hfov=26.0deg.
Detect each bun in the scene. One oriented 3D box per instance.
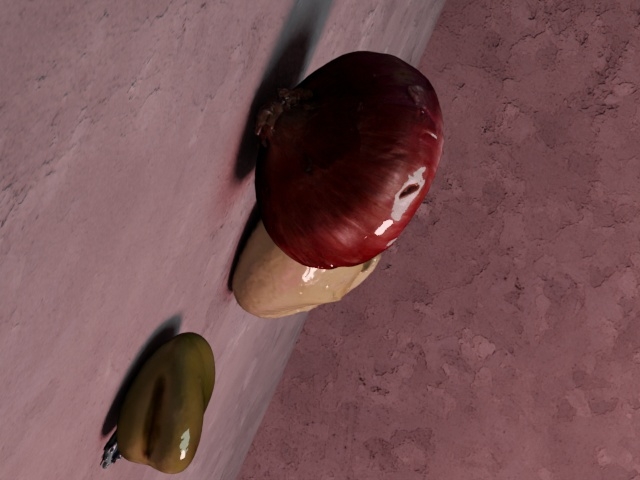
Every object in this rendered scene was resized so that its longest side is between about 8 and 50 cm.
[{"bbox_3d":[0.000,0.000,2.456,0.361,0.213,0.361,-61,173,-13],"label":"bun"}]

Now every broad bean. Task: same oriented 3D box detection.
[{"bbox_3d":[-0.224,0.234,2.061,0.263,0.121,0.189,-74,170,-69],"label":"broad bean"}]

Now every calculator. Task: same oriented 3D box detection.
[{"bbox_3d":[-0.291,0.289,2.101,0.141,0.019,0.094,-54,167,-51],"label":"calculator"}]

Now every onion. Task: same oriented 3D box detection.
[{"bbox_3d":[0.011,-0.135,2.036,0.348,0.285,0.347,-33,-137,36],"label":"onion"}]
